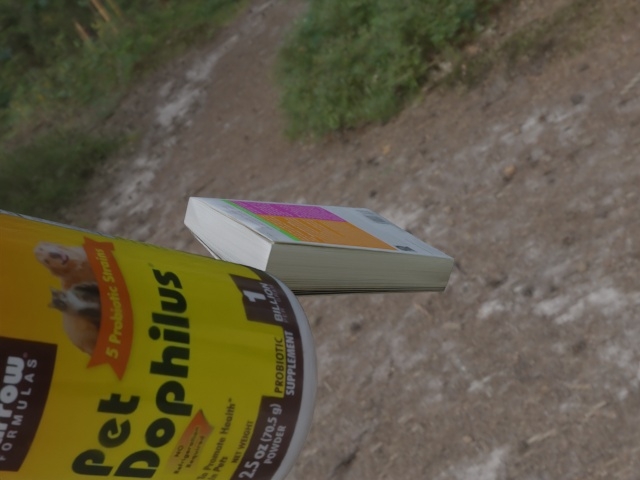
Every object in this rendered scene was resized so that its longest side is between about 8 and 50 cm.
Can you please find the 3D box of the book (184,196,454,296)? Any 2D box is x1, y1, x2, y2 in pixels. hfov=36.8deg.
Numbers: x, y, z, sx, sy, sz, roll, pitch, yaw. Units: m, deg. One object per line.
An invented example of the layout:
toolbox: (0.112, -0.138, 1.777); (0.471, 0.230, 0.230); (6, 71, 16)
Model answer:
book: (0.000, 0.000, 0.602); (0.096, 0.144, 0.035); (35, 115, 48)

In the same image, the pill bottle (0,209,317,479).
pill bottle: (-0.114, 0.051, 0.400); (0.117, 0.215, 0.117); (-18, 65, 46)
